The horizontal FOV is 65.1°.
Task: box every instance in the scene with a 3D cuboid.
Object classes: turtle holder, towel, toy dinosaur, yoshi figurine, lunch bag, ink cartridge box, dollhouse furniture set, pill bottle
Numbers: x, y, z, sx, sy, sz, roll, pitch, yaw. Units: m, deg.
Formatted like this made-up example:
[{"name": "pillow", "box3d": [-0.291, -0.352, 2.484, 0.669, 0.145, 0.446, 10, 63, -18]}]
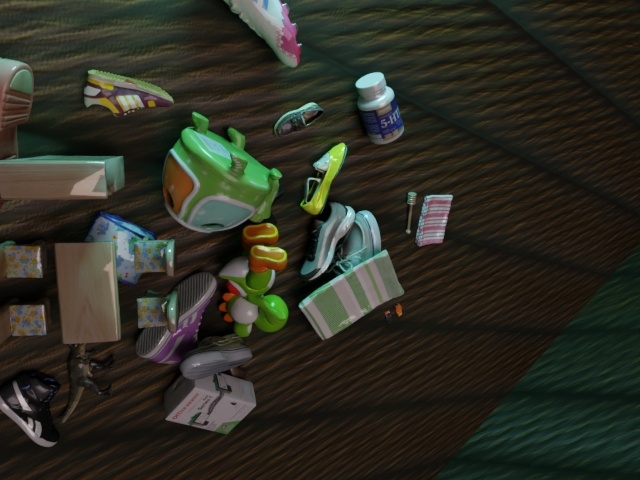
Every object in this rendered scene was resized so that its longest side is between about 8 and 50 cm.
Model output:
[{"name": "turtle holder", "box3d": [-0.246, -0.145, 1.234, 0.227, 0.243, 0.320, -52, 174, 14]}, {"name": "towel", "box3d": [0.432, -0.076, 1.889, 0.144, 0.029, 0.197, -7, 115, -36]}, {"name": "toy dinosaur", "box3d": [-0.596, 0.352, 1.293, 0.118, 0.064, 0.268, 7, 109, -24]}, {"name": "yoshi figurine", "box3d": [-0.156, 0.137, 1.429, 0.203, 0.203, 0.362, -41, 155, -47]}, {"name": "lunch bag", "box3d": [-0.484, 0.017, 1.190, 0.151, 0.096, 0.129, 29, 92, -40]}, {"name": "ink cartridge box", "box3d": [-0.329, 0.473, 1.485, 0.219, 0.093, 0.160, 28, 113, -34]}, {"name": "dollhouse furniture set", "box3d": [-0.486, 0.031, 1.014, 0.362, 0.256, 0.394, -1, 101, -12]}, {"name": "pill bottle", "box3d": [0.172, -0.391, 1.483, 0.112, 0.112, 0.187, -39, 129, -16]}, {"name": "towel", "box3d": [0.105, 0.186, 1.630, 0.324, 0.038, 0.248, -30, 137, 0]}]

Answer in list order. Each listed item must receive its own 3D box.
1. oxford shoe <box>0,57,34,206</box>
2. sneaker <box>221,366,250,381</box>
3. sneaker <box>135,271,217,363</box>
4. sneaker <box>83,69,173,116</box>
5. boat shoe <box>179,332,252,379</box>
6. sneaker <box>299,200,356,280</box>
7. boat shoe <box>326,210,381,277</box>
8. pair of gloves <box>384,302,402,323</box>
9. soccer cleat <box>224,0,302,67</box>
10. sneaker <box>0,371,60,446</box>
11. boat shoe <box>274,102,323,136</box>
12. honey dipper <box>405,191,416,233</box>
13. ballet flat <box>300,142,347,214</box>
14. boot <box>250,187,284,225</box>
[{"name": "oxford shoe", "box3d": [-0.676, -0.174, 0.959, 0.146, 0.140, 0.397, 22, 103, -11]}, {"name": "sneaker", "box3d": [-0.264, 0.430, 1.593, 0.071, 0.066, 0.188, -41, 137, -37]}, {"name": "sneaker", "box3d": [-0.366, 0.220, 1.392, 0.282, 0.102, 0.161, -48, 142, -3]}, {"name": "sneaker", "box3d": [-0.422, -0.311, 1.106, 0.185, 0.069, 0.084, 9, 114, -33]}, {"name": "boat shoe", "box3d": [-0.303, 0.320, 1.414, 0.109, 0.094, 0.302, -37, 162, 11]}, {"name": "sneaker", "box3d": [0.000, 0.000, 1.563, 0.108, 0.100, 0.272, 28, 89, -28]}, {"name": "boat shoe", "box3d": [0.089, 0.078, 1.647, 0.156, 0.136, 0.367, -13, 128, -28]}, {"name": "pair of gloves", "box3d": [0.287, 0.286, 1.966, 0.083, 0.010, 0.074, -35, 128, -18]}, {"name": "soccer cleat", "box3d": [-0.155, -0.551, 1.173, 0.143, 0.116, 0.331, -27, 125, -5]}, {"name": "sneaker", "box3d": [-0.683, 0.414, 1.242, 0.121, 0.079, 0.217, -36, 127, -17]}, {"name": "boat shoe", "box3d": [-0.058, -0.331, 1.377, 0.152, 0.049, 0.056, -38, 130, -16]}, {"name": "honey dipper", "box3d": [0.321, -0.095, 1.799, 0.030, 0.030, 0.161, -18, 125, -30]}, {"name": "ballet flat", "box3d": [0.004, -0.188, 1.484, 0.077, 0.077, 0.231, 18, 102, -24]}, {"name": "boot", "box3d": [-0.148, -0.085, 1.432, 0.121, 0.045, 0.099, -28, 124, -15]}]
